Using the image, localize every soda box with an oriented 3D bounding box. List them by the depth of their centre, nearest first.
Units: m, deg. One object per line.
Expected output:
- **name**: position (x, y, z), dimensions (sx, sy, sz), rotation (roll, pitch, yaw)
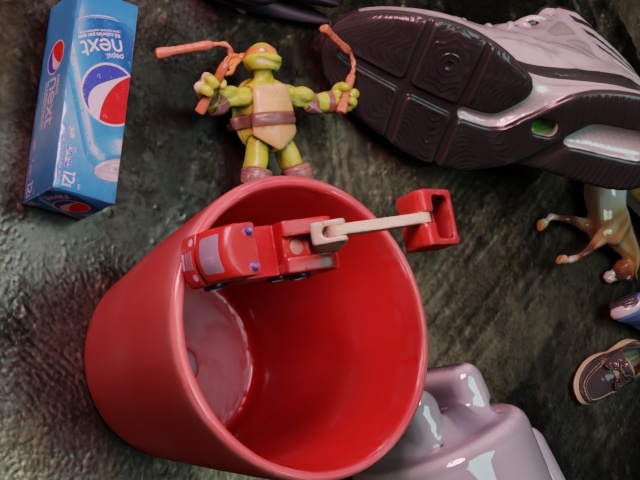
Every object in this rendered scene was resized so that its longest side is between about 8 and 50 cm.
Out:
- **soda box**: position (-0.231, -0.133, 1.199), dimensions (0.067, 0.071, 0.210), rotation (15, 69, -34)

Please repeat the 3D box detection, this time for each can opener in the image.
- **can opener**: position (-0.056, -0.271, 1.387), dimensions (0.186, 0.059, 0.073), rotation (8, 47, -46)

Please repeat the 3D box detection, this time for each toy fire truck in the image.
- **toy fire truck**: position (0.000, 0.000, 0.990), dimensions (0.192, 0.135, 0.047), rotation (-6, 82, -39)

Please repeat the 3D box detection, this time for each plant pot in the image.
- **plant pot**: position (-0.079, 0.098, 1.148), dimensions (0.274, 0.243, 0.275), rotation (11, 71, -36)

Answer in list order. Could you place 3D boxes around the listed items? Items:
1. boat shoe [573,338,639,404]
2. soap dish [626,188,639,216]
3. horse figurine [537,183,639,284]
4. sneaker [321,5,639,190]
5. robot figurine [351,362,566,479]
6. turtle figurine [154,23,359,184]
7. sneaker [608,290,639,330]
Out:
- **boat shoe**: position (0.387, 0.167, 1.618), dimensions (0.152, 0.049, 0.056), rotation (-31, 98, -38)
- **soap dish**: position (0.572, -0.080, 1.780), dimensions (0.291, 0.118, 0.229), rotation (39, 57, -26)
- **horse figurine**: position (0.358, -0.069, 1.648), dimensions (0.174, 0.066, 0.263), rotation (-3, 83, -33)
- **sneaker**: position (0.207, -0.208, 1.538), dimensions (0.447, 0.169, 0.257), rotation (15, 29, -13)
- **robot figurine**: position (0.162, 0.310, 1.308), dimensions (0.299, 0.199, 0.354), rotation (-23, 93, -34)
- **turtle figurine**: position (-0.065, -0.119, 1.317), dimensions (0.269, 0.087, 0.217), rotation (-5, 88, -44)
- **sneaker**: position (0.476, 0.107, 1.683), dimensions (0.211, 0.080, 0.081), rotation (5, 72, -36)
